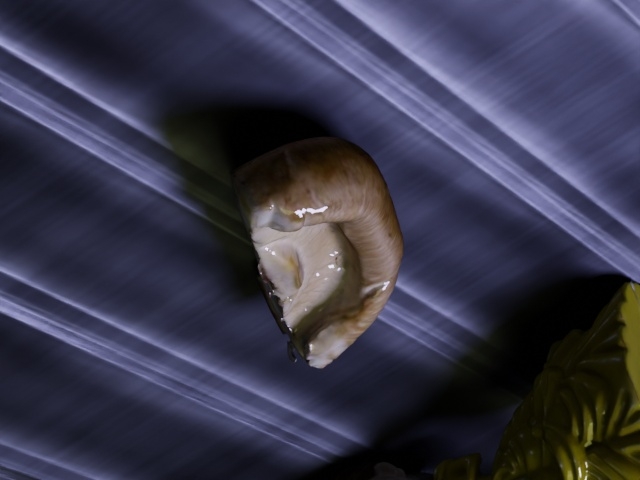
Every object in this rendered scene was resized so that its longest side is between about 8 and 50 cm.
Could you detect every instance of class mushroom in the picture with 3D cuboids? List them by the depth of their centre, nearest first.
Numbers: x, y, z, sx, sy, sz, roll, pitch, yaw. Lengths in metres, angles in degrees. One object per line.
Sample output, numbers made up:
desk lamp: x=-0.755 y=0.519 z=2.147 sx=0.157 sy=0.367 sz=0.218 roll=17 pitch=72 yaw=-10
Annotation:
mushroom: x=0.000 y=-0.001 z=1.154 sx=0.094 sy=0.072 sz=0.209 roll=-18 pitch=150 yaw=2

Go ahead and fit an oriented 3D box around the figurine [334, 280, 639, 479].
figurine: x=0.125 y=0.181 z=1.408 sx=0.315 sy=0.168 sz=0.187 roll=-27 pitch=104 yaw=26
